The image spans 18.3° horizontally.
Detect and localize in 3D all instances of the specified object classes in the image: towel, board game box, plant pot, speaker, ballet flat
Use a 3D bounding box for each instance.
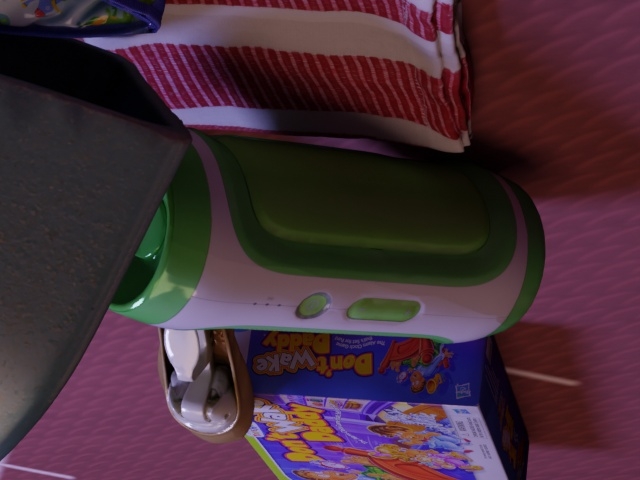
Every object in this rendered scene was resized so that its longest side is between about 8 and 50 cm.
[{"bbox_3d":[-0.035,-0.131,1.143,0.237,0.037,0.329,5,159,9],"label":"towel"},{"bbox_3d":[0.055,0.161,1.807,0.233,0.078,0.347,3,158,14],"label":"board game box"},{"bbox_3d":[-0.243,-0.002,1.065,0.248,0.252,0.247,18,-170,-17],"label":"plant pot"},{"bbox_3d":[0.000,0.000,1.272,0.296,0.131,0.131,5,164,-37],"label":"speaker"},{"bbox_3d":[-0.102,0.099,1.588,0.080,0.073,0.232,4,133,13],"label":"ballet flat"}]

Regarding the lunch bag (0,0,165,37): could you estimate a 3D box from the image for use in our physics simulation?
[{"bbox_3d":[-0.140,-0.169,0.951,0.151,0.129,0.096,11,159,-6],"label":"lunch bag"}]
